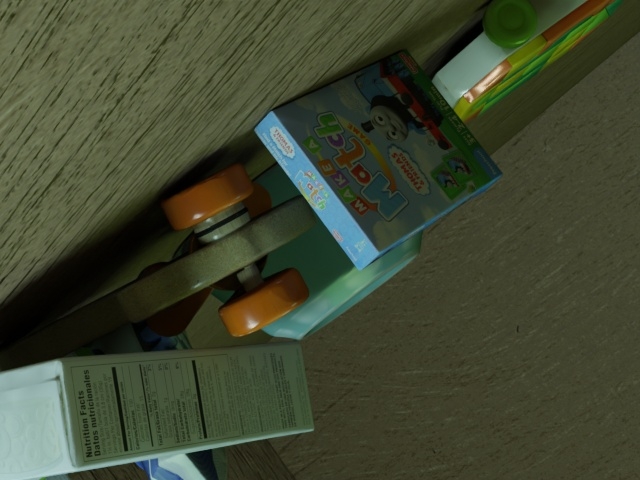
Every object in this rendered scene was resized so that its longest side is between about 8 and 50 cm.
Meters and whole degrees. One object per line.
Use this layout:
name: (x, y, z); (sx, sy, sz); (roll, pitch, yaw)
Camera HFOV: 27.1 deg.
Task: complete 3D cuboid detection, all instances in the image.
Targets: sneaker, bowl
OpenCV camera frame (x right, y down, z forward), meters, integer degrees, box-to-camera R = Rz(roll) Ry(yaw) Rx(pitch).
sneaker: (-0.228, 0.209, 1.571); (0.182, 0.127, 0.315); (-26, -142, 3)
bowl: (0.000, 0.000, 1.549); (0.311, 0.163, 0.311); (-36, 173, -5)

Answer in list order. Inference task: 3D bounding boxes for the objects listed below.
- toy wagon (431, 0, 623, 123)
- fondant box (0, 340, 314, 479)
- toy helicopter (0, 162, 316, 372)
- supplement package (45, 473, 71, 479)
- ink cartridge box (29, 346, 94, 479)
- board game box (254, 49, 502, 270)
toy wagon: (0.268, -0.256, 1.520); (0.344, 0.068, 0.267); (-35, 175, -11)
fondant box: (-0.199, 0.163, 1.231); (0.238, 0.096, 0.330); (-15, 170, 34)
toy helicopter: (-0.163, 0.043, 1.296); (0.355, 0.140, 0.235); (-27, -174, 15)
supplement package: (-0.487, 0.381, 1.853); (0.244, 0.139, 0.134); (-31, 174, -45)
ink cartridge box: (-0.360, 0.202, 1.399); (0.189, 0.097, 0.255); (-38, 160, 20)
board game box: (0.059, -0.081, 1.239); (0.211, 0.160, 0.039); (-31, 172, -44)
